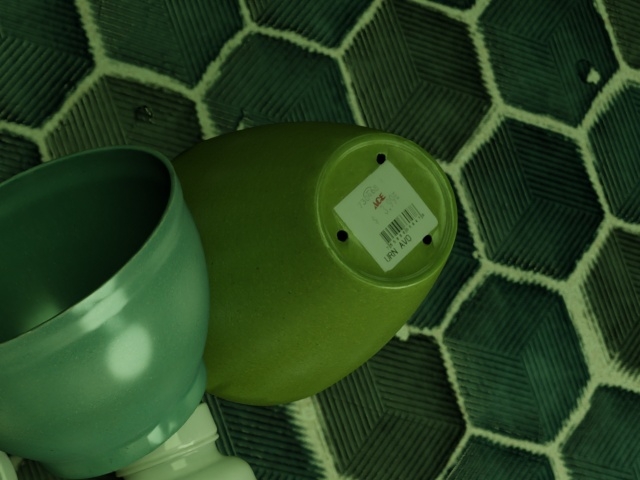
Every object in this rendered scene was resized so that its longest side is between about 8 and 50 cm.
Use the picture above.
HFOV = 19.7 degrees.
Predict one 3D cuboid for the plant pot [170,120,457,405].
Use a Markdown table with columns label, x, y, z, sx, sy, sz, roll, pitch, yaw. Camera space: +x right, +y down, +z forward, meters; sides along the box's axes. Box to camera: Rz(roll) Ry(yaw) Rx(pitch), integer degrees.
| label | x | y | z | sx | sy | sz | roll | pitch | yaw |
| --- | --- | --- | --- | --- | --- | --- | --- | --- | --- |
| plant pot | 0.000 | 0.000 | 1.684 | 0.275 | 0.293 | 0.274 | 5 | 77 | -24 |

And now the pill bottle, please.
| label | x | y | z | sx | sy | sz | roll | pitch | yaw |
| --- | --- | --- | --- | --- | --- | --- | --- | --- | --- |
| pill bottle | -0.107 | 0.278 | 1.667 | 0.136 | 0.136 | 0.245 | -20 | 88 | -26 |

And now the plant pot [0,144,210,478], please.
| label | x | y | z | sx | sy | sz | roll | pitch | yaw |
| --- | --- | --- | --- | --- | --- | --- | --- | --- | --- |
| plant pot | -0.216 | 0.081 | 1.601 | 0.293 | 0.293 | 0.196 | -43 | 123 | -25 |

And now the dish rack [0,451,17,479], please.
| label | x | y | z | sx | sy | sz | roll | pitch | yaw |
| --- | --- | --- | --- | --- | --- | --- | --- | --- | --- |
| dish rack | -0.406 | 0.326 | 1.559 | 0.333 | 0.072 | 0.285 | -9 | 83 | -26 |
